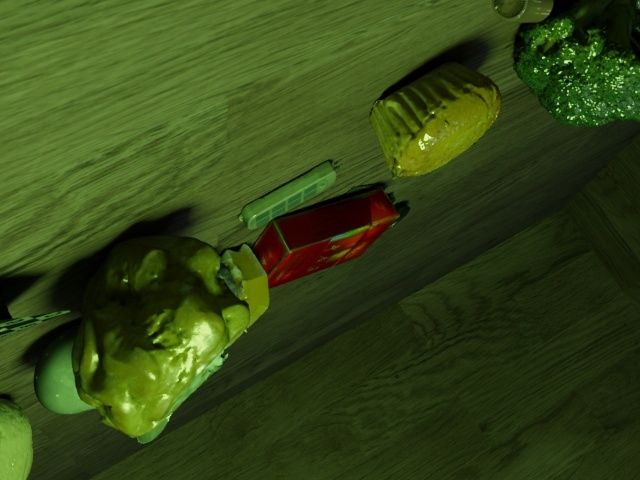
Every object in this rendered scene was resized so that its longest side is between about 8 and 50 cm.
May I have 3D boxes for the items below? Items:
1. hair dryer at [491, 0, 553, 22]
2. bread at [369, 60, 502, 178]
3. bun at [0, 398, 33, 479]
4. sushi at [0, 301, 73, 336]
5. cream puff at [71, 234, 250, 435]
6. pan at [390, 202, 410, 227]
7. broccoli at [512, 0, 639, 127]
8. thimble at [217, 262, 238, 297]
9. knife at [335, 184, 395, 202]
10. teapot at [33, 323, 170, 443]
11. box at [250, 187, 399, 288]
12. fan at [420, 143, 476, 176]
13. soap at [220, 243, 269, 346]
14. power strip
[{"bbox_3d":[0.354,-0.415,1.246,0.117,0.064,0.182,-17,154,-48],"label":"hair dryer"},{"bbox_3d":[0.206,-0.214,1.425,0.239,0.139,0.240,-30,166,-8],"label":"bread"},{"bbox_3d":[-0.724,0.481,1.602,0.348,0.227,0.352,-31,168,-15],"label":"bun"},{"bbox_3d":[-0.520,0.121,1.169,0.231,0.047,0.219,-20,173,23],"label":"sushi"},{"bbox_3d":[-0.296,0.152,1.311,0.274,0.269,0.323,-44,171,-51],"label":"cream puff"},{"bbox_3d":[0.154,-0.052,2.081,0.136,0.028,0.235,-39,167,23],"label":"pan"},{"bbox_3d":[0.513,-0.342,1.474,0.284,0.303,0.321,-67,161,9],"label":"broccoli"},{"bbox_3d":[-0.232,0.114,1.584,0.097,0.150,0.150,-20,161,-38],"label":"thimble"},{"bbox_3d":[0.121,-0.104,1.862,0.072,0.019,0.245,-40,162,28],"label":"knife"},{"bbox_3d":[-0.399,0.271,1.507,0.183,0.250,0.184,-49,153,-37],"label":"teapot"},{"bbox_3d":[0.000,0.000,1.782,0.313,0.089,0.197,-19,160,-36],"label":"box"},{"bbox_3d":[0.312,-0.202,1.964,0.175,0.005,0.113,-26,165,-23],"label":"fan"},{"bbox_3d":[-0.199,0.127,1.710,0.073,0.140,0.232,-22,163,-46],"label":"soap"},{"bbox_3d":[-0.052,-0.087,1.528,0.226,0.029,0.080,-30,166,-10],"label":"power strip"}]
